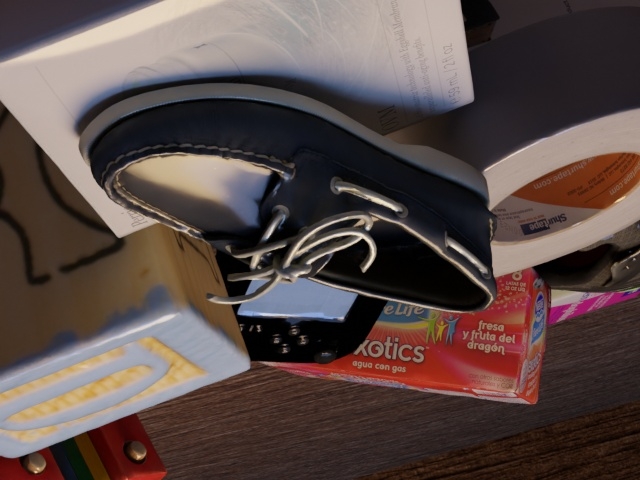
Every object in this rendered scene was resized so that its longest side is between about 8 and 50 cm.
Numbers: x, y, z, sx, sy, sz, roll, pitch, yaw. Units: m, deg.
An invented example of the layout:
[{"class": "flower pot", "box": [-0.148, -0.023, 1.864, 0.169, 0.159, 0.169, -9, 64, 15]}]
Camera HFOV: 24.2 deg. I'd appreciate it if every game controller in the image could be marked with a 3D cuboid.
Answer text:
[{"class": "game controller", "box": [0.000, 0.000, 1.229, 0.167, 0.067, 0.319, -3, 141, -27]}]

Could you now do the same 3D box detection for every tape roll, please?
[{"class": "tape roll", "box": [0.140, -0.055, 0.940, 0.219, 0.072, 0.219, -17, 158, -7]}]

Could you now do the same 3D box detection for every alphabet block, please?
[{"class": "alphabet block", "box": [-0.178, 0.011, 0.973, 0.192, 0.197, 0.193, -20, 162, 2]}]

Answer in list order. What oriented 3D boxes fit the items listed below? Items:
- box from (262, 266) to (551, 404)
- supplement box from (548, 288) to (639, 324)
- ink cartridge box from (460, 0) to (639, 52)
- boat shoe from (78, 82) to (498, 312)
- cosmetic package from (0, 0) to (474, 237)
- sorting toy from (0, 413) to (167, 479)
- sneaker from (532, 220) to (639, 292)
[{"class": "box", "box": [0.079, 0.077, 1.414, 0.257, 0.122, 0.128, 5, 171, 19]}, {"class": "supplement box", "box": [0.247, 0.026, 1.633, 0.220, 0.114, 0.111, -18, 162, -13]}, {"class": "ink cartridge box", "box": [0.073, -0.117, 0.998, 0.278, 0.117, 0.201, -17, 161, -9]}, {"class": "boat shoe", "box": [-0.006, -0.011, 0.768, 0.255, 0.079, 0.095, 16, 143, -42]}, {"class": "cosmetic package", "box": [-0.052, -0.131, 0.769, 0.225, 0.138, 0.224, -20, 159, 3]}, {"class": "sorting toy", "box": [-0.247, 0.114, 1.134, 0.257, 0.255, 0.089, 1, 140, -50]}, {"class": "sneaker", "box": [0.326, -0.058, 1.352, 0.202, 0.185, 0.483, -13, 160, -35]}]
